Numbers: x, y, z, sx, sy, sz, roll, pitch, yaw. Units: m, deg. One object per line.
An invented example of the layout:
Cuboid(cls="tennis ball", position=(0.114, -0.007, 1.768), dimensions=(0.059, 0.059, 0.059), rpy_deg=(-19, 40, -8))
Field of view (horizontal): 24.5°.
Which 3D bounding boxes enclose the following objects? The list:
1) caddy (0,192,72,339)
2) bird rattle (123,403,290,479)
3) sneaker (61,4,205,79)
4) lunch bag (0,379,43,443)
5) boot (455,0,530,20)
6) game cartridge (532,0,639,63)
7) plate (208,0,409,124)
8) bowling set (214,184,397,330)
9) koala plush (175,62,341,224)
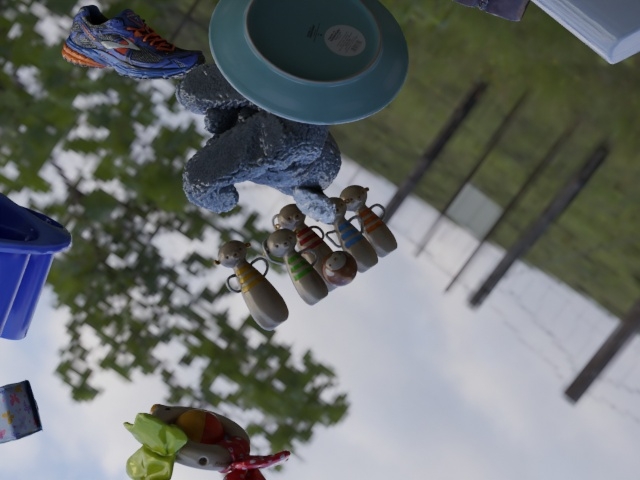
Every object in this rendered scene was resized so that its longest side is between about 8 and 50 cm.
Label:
Cuboid(cls="caddy", position=(-0.429, -0.007, 1.513), dimensions=(0.341, 0.179, 0.241), rpy_deg=(16, -171, 4))
Cuboid(cls="bird rattle", position=(-0.175, 0.304, 2.232), dimensions=(0.253, 0.143, 0.207), rpy_deg=(3, -160, -10))
Cuboid(cls="sneaker", position=(-0.257, -0.270, 2.008), dimensions=(0.221, 0.087, 0.083), rpy_deg=(14, -165, 21))
Cuboid(cls="lunch bag", position=(-0.378, 0.212, 1.832), dimensions=(0.083, 0.053, 0.071), rpy_deg=(-6, -100, -69))
Cuboid(cls="boot", position=(0.288, -0.372, 1.863), dimensions=(0.248, 0.207, 0.090), rpy_deg=(17, -144, 0))
Cuboid(cls="game cartridge", position=(0.333, -0.322, 1.428), dimensions=(0.198, 0.297, 0.062), rpy_deg=(43, 177, 27))
Cuboid(cls="plate", position=(-0.008, -0.185, 1.341), dimensions=(0.188, 0.024, 0.188), rpy_deg=(7, -127, -9))
Cuboid(cls="bowling set", position=(0.000, 0.000, 2.237), dimensions=(0.154, 0.287, 0.200), rpy_deg=(57, 161, 0))
Cuboid(cls="koala plush", position=(-0.044, -0.120, 1.879), dimensions=(0.221, 0.203, 0.196), rpy_deg=(37, -137, -56))
